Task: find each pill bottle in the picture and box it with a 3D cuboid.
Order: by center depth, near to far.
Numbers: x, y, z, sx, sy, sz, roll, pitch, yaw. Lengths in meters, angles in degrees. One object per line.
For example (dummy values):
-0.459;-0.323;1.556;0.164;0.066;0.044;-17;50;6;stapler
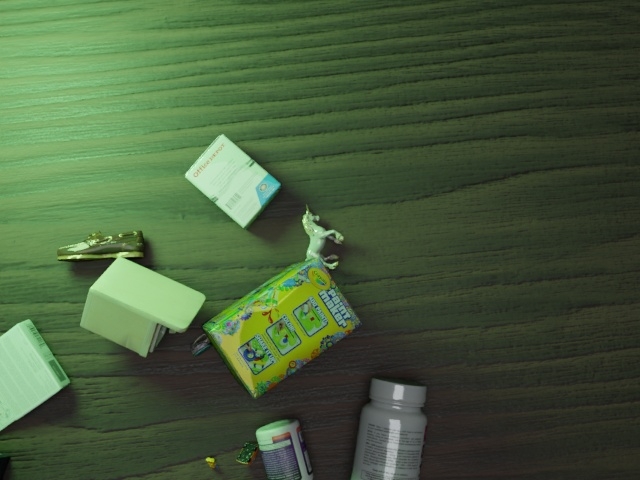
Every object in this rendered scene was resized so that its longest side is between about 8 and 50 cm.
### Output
0.165;0.471;1.816;0.160;0.160;0.283;9;86;-2;pill bottle
-0.079;0.530;1.830;0.108;0.108;0.194;-15;87;-3;pill bottle

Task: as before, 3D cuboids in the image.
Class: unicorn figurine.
0.000;0.000;1.889;0.111;0.060;0.162;14;86;-2;unicorn figurine

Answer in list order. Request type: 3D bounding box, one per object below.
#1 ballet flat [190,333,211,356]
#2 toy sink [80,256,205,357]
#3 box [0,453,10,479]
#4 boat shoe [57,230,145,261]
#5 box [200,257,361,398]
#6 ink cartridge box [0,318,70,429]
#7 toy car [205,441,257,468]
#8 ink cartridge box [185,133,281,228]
-0.266;0.239;1.877;0.114;0.041;0.041;-28;88;-4;ballet flat
-0.410;0.167;1.800;0.234;0.153;0.131;23;120;0;toy sink
-0.898;0.513;1.672;0.312;0.343;0.179;16;75;-1;box
-0.529;0.014;1.866;0.206;0.073;0.073;-4;85;-9;boat shoe
-0.099;0.189;1.734;0.279;0.290;0.177;-34;93;-12;box
-0.742;0.329;1.857;0.232;0.066;0.189;-35;88;17;ink cartridge box
-0.210;0.522;1.871;0.122;0.060;0.041;-4;131;14;toy car
-0.210;-0.140;1.879;0.190;0.082;0.140;41;86;2;ink cartridge box
